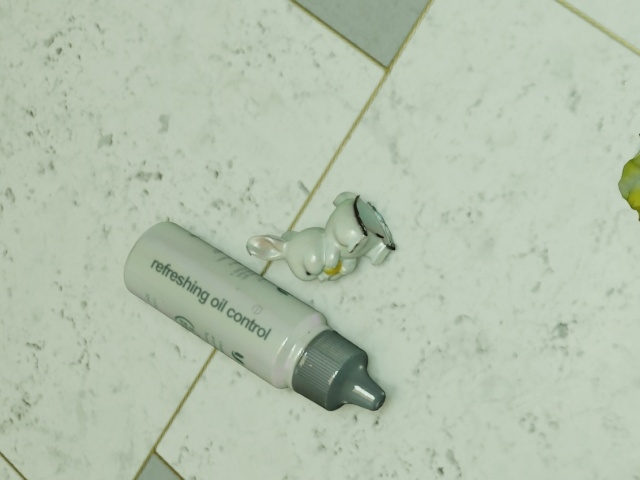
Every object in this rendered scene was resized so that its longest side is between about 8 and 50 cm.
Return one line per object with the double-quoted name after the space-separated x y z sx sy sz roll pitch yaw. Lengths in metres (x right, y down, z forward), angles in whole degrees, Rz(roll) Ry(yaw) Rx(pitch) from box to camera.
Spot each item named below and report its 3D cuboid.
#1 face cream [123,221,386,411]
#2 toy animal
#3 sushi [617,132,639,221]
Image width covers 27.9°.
-0.062 0.088 1.320 0.311 0.092 0.092 31 105 24 "face cream"
0.003 0.006 1.292 0.124 0.071 0.085 -33 76 25 "toy animal"
0.406 -0.113 0.910 0.240 0.351 0.396 30 103 25 "sushi"
